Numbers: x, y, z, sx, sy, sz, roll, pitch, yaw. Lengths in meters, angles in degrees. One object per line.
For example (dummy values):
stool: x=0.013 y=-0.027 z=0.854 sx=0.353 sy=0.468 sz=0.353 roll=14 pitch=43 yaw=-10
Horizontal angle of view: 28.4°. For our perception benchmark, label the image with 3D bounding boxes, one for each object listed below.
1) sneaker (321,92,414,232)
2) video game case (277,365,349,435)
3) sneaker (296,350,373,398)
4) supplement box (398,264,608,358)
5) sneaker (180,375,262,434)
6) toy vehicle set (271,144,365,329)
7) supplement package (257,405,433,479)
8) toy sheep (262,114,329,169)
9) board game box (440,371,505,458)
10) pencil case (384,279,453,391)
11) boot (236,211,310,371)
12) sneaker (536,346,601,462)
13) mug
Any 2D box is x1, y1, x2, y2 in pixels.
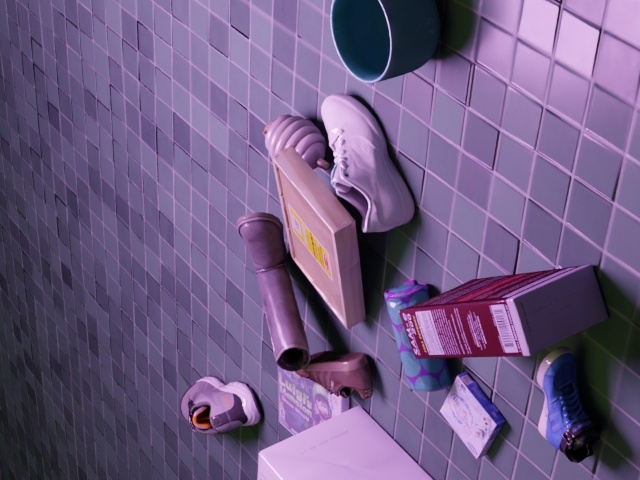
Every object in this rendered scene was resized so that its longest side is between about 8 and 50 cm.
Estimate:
sneaker: x=0.044 y=-0.107 z=1.748 sx=0.212 sy=0.094 sz=0.080 roll=61 pitch=149 yaw=14
video game case: x=-0.014 y=0.286 z=2.155 sx=0.190 sy=0.022 sz=0.173 roll=36 pitch=136 yaw=45
sneaker: x=0.017 y=0.219 z=2.018 sx=0.188 sy=0.066 sz=0.071 roll=-8 pitch=101 yaw=60
supplement box: x=0.218 y=0.090 z=1.544 sx=0.239 sy=0.130 sz=0.073 roll=-10 pitch=99 yaw=61
sneaker: x=-0.217 y=0.322 z=2.430 sx=0.271 sy=0.108 sz=0.100 roll=-14 pitch=97 yaw=62
toy vehicle set: x=0.000 y=0.000 z=1.861 sx=0.166 sy=0.035 sz=0.267 roll=52 pitch=164 yaw=30
supplement package: x=0.030 y=0.446 z=1.998 sx=0.198 sy=0.199 sz=0.263 roll=42 pitch=140 yaw=39
toy sheep: x=-0.033 y=-0.139 z=1.873 sx=0.132 sy=0.091 sz=0.091 roll=31 pitch=135 yaw=28
board game box: x=0.210 y=0.243 z=1.759 sx=0.090 sy=0.020 sz=0.090 roll=52 pitch=145 yaw=28
pencil case: x=0.137 y=0.135 z=1.771 sx=0.064 sy=0.070 sz=0.152 roll=-12 pitch=97 yaw=22
boot: x=-0.072 y=0.081 z=1.979 sx=0.190 sy=0.076 sz=0.209 roll=58 pitch=-158 yaw=-57
sneaker: x=0.306 y=0.204 z=1.535 sx=0.084 sy=0.058 sz=0.152 roll=45 pitch=147 yaw=46
mug: x=0.090 y=-0.279 z=1.566 sx=0.129 sy=0.097 sz=0.158 roll=51 pitch=145 yaw=30
